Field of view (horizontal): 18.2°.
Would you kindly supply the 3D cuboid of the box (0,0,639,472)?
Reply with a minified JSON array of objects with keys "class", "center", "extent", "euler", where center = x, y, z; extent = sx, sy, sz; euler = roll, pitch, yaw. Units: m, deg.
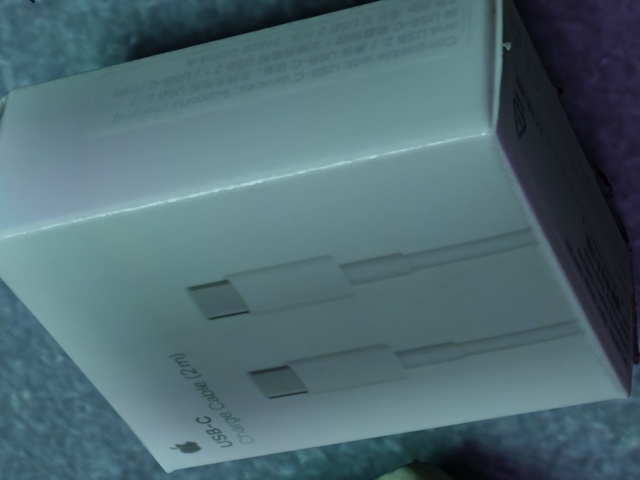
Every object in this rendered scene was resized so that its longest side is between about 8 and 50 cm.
[{"class":"box","center":[0.000,0.000,0.926],"extent":[0.251,0.106,0.203],"euler":[-10,140,20]}]

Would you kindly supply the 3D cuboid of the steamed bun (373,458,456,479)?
[{"class":"steamed bun","center":[0.058,0.221,1.057],"extent":[0.225,0.170,0.200],"euler":[39,153,-29]}]
